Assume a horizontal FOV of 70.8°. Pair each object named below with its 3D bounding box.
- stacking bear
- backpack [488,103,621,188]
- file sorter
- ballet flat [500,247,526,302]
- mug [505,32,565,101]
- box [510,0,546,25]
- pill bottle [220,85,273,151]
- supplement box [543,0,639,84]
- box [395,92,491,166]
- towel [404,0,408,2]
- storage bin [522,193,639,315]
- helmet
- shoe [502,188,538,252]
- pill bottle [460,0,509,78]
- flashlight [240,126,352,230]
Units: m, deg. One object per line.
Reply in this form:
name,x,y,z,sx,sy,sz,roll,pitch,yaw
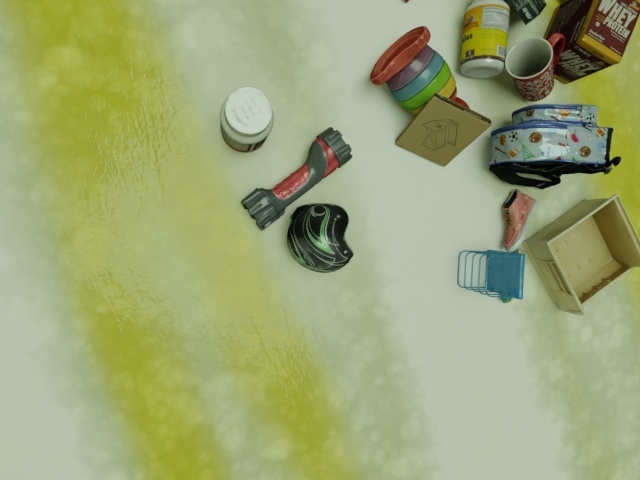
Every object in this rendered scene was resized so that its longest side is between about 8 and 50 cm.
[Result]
stacking bear,0.286,-0.388,1.181,0.175,0.164,0.289,-38,115,24
backpack,0.596,-0.256,1.208,0.263,0.276,0.213,-5,89,-5
file sorter,0.461,0.089,1.233,0.104,0.170,0.118,1,92,-10
ballet flat,0.571,0.105,1.316,0.052,0.057,0.168,12,90,-22
mug,0.592,-0.459,1.216,0.150,0.169,0.113,-18,71,28
box,0.539,-0.694,1.225,0.191,0.045,0.184,51,47,-10
pill bottle,-0.173,-0.279,1.051,0.121,0.221,0.121,-1,93,-12
supplement box,0.734,-0.572,1.246,0.129,0.194,0.191,24,87,-12
box,0.312,-0.281,1.172,0.164,0.201,0.021,21,63,-11
towel,0.269,-0.793,1.155,0.275,0.031,0.199,-44,123,11
storage bin,0.780,0.045,1.322,0.262,0.123,0.260,-33,98,-9
helmet,0.000,0.000,1.133,0.169,0.169,0.162,5,76,-12
shoe,0.556,-0.059,1.302,0.081,0.063,0.178,31,81,-10
pill bottle,0.447,-0.564,1.224,0.117,0.117,0.215,4,91,-12
flashlight,-0.063,-0.162,1.145,0.304,0.103,0.103,-37,73,-7
